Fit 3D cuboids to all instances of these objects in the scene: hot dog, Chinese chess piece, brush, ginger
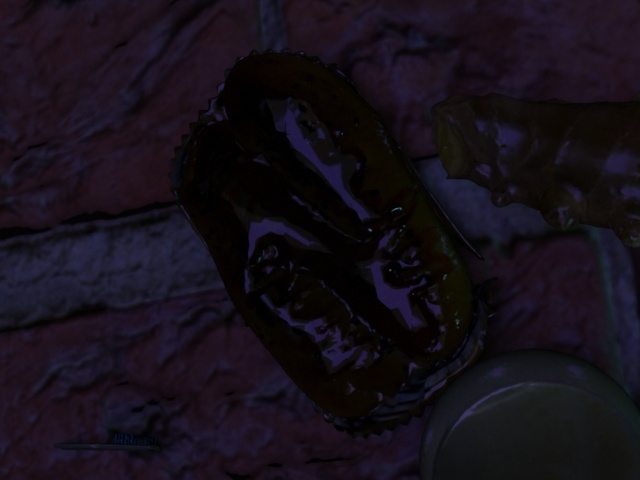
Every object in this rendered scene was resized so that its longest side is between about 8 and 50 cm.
[{"bbox_3d":[0.000,0.000,0.902,0.162,0.082,0.270,-39,77,19],"label":"hot dog"},{"bbox_3d":[0.133,0.138,0.837,0.144,0.058,0.144,0,105,1],"label":"Chinese chess piece"},{"bbox_3d":[-0.159,0.150,1.000,0.083,0.016,0.013,-4,76,22],"label":"brush"},{"bbox_3d":[0.168,-0.046,0.832,0.205,0.081,0.115,-8,82,20],"label":"ginger"}]
